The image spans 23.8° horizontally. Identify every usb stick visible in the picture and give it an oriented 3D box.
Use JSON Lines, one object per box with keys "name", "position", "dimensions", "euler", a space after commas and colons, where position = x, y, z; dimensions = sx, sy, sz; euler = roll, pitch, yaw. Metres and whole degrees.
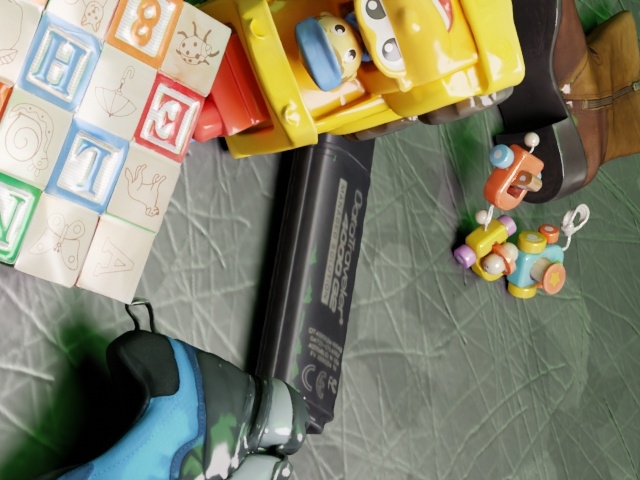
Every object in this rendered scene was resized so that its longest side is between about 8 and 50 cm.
{"name": "usb stick", "position": [0.000, 0.000, 1.100], "dimensions": [0.077, 0.045, 0.278], "euler": [40, 52, -50]}

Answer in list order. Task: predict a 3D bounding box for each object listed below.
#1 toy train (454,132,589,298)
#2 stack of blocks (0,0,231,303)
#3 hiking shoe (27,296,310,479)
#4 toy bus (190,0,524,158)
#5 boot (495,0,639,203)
{"name": "toy train", "position": [0.182, -0.011, 1.295], "dimensions": [0.125, 0.046, 0.166], "euler": [-54, 138, 2]}
{"name": "stack of blocks", "position": [-0.198, -0.092, 0.779], "dimensions": [0.297, 0.087, 0.171], "euler": [26, 83, -48]}
{"name": "hiking shoe", "position": [-0.124, 0.192, 0.868], "dimensions": [0.132, 0.113, 0.304], "euler": [30, 60, -10]}
{"name": "toy bus", "position": [-0.009, -0.122, 0.979], "dimensions": [0.211, 0.220, 0.149], "euler": [-24, 100, -24]}
{"name": "boot", "position": [0.251, -0.187, 1.434], "dimensions": [0.280, 0.096, 0.264], "euler": [-27, 103, -53]}
